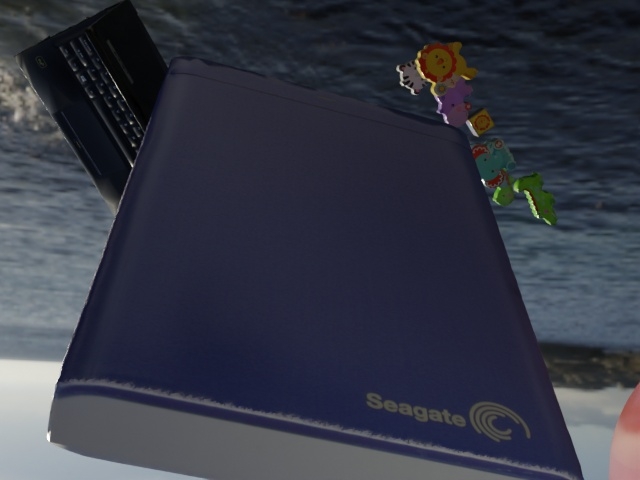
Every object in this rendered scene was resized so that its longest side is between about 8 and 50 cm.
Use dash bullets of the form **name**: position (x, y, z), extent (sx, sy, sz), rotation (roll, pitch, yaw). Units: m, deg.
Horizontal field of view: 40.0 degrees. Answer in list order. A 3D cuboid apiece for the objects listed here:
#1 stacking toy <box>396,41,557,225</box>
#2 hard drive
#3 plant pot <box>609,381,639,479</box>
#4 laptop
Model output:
- **stacking toy**: position (0.163, -0.114, 0.948), extent (0.052, 0.221, 0.167), rotation (-34, -170, 3)
- **hard drive**: position (0.000, 0.000, 0.471), extent (0.210, 0.040, 0.319), rotation (13, -148, -9)
- **plant pot**: position (0.282, 0.130, 0.461), extent (0.274, 0.275, 0.243), rotation (2, 167, 3)
- **laptop**: position (-0.159, -0.057, 0.716), extent (0.264, 0.234, 0.136), rotation (-9, -153, 41)
